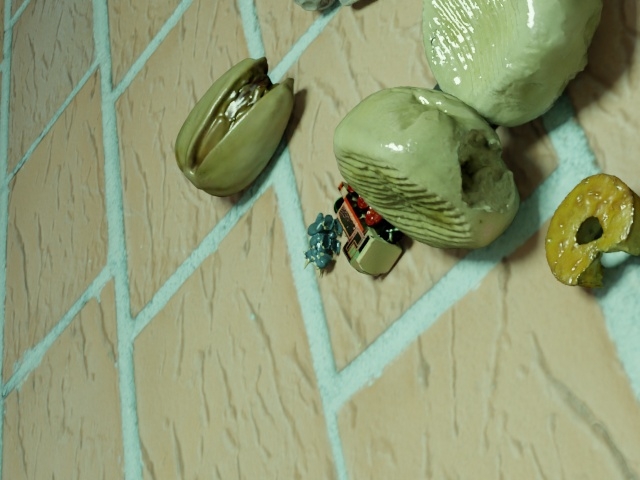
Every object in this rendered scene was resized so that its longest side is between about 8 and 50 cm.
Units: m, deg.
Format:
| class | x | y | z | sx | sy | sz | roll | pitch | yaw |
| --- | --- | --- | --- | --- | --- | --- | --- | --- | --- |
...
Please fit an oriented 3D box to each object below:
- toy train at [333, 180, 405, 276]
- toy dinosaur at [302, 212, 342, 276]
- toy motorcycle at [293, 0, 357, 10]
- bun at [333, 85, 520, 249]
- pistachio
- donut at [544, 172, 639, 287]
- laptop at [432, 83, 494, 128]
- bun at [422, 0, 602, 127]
| class | x | y | z | sx | sy | sz | roll | pitch | yaw |
| --- | --- | --- | --- | --- | --- | --- | --- | --- | --- |
| toy train | 0.054 | -0.025 | 1.453 | 0.087 | 0.050 | 0.138 | -56 | 32 | 21 |
| toy dinosaur | 0.000 | 0.000 | 1.534 | 0.047 | 0.031 | 0.083 | -23 | 51 | 46 |
| toy motorcycle | 0.032 | -0.371 | 1.665 | 0.254 | 0.112 | 0.112 | -17 | 56 | 53 |
| bun | 0.118 | -0.079 | 1.276 | 0.128 | 0.178 | 0.193 | -50 | 35 | -14 |
| pistachio | -0.113 | -0.151 | 1.736 | 0.129 | 0.131 | 0.206 | 40 | 102 | 12 |
| donut | 0.251 | -0.008 | 1.149 | 0.108 | 0.043 | 0.097 | -41 | 40 | 37 |
| laptop | 0.141 | -0.126 | 1.422 | 0.180 | 0.016 | 0.129 | -52 | 34 | 20 |
| bun | 0.200 | -0.230 | 1.291 | 0.231 | 0.133 | 0.231 | 16 | 108 | 60 |
